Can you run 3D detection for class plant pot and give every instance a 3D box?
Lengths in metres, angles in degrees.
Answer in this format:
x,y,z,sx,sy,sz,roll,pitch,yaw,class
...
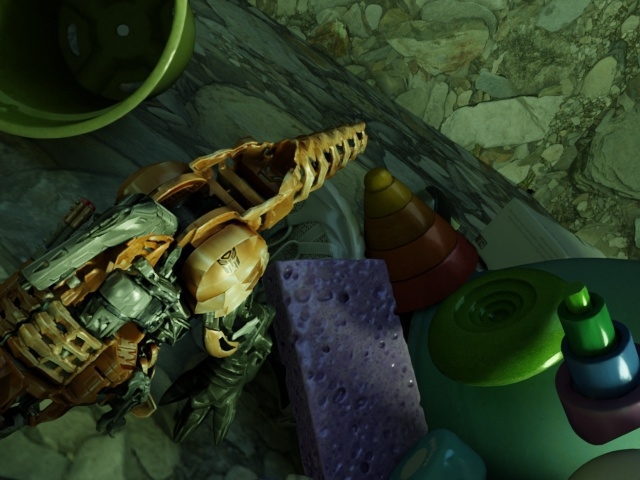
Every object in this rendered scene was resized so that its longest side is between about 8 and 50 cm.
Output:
x,y,z,sx,sy,sz,roll,pitch,yaw,class
-0.251,-0.248,0.766,0.276,0.276,0.254,39,8,-2,plant pot
0.259,0.132,0.639,0.272,0.255,0.271,26,55,-43,plant pot

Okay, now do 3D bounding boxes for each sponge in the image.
x,y,z,sx,sy,sz,roll,pitch,yaw,class
0.027,0.117,0.574,0.117,0.031,0.209,0,69,-38,sponge

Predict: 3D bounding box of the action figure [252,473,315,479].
x,y,z,sx,sy,sz,roll,pitch,yaw,class
0.028,0.191,0.216,0.331,0.178,0.341,14,-10,4,action figure

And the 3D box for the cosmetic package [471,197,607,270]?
x,y,z,sx,sy,sz,roll,pitch,yaw,class
0.543,0.080,1.581,0.385,0.156,0.217,24,26,-39,cosmetic package

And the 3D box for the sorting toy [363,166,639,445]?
x,y,z,sx,sy,sz,roll,pitch,yaw,class
0.116,0.019,0.566,0.126,0.127,0.365,62,-10,-24,sorting toy

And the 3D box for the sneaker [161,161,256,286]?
x,y,z,sx,sy,sz,roll,pitch,yaw,class
-0.107,-0.019,0.772,0.191,0.071,0.083,41,11,-19,sneaker

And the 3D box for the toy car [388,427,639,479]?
x,y,z,sx,sy,sz,roll,pitch,yaw,class
0.172,0.212,0.425,0.219,0.238,0.210,42,38,0,toy car

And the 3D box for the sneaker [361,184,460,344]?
x,y,z,sx,sy,sz,roll,pitch,yaw,class
0.073,0.089,0.795,0.122,0.146,0.330,47,38,-27,sneaker

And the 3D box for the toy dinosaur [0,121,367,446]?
x,y,z,sx,sy,sz,roll,pitch,yaw,class
-0.087,0.026,0.438,0.322,0.218,0.164,-17,66,-18,toy dinosaur

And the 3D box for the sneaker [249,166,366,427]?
x,y,z,sx,sy,sz,roll,pitch,yaw,class
-0.020,0.040,0.650,0.115,0.105,0.281,5,55,-42,sneaker
